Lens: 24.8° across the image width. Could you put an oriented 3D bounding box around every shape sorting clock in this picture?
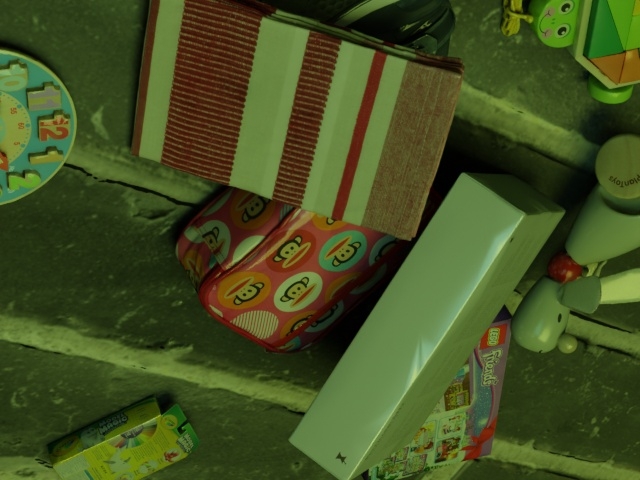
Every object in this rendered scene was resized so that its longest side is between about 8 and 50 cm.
[{"bbox_3d":[-0.354,-0.112,1.501,0.206,0.040,0.206,-14,135,-15],"label":"shape sorting clock"}]

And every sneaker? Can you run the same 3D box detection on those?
[{"bbox_3d":[0.037,-0.221,1.570,0.226,0.086,0.163,-20,147,8],"label":"sneaker"}]

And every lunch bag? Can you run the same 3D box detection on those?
[{"bbox_3d":[0.000,0.000,1.739,0.293,0.120,0.258,-41,140,10],"label":"lunch bag"}]

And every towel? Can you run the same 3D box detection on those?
[{"bbox_3d":[-0.031,-0.135,1.528,0.329,0.037,0.237,17,131,3],"label":"towel"}]

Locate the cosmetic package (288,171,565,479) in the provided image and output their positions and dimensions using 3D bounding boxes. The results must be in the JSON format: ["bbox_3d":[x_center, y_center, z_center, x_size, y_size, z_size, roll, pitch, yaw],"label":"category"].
[{"bbox_3d":[0.137,0.096,1.759,0.377,0.097,0.284,-58,168,11],"label":"cosmetic package"}]

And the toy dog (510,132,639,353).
[{"bbox_3d":[0.392,0.018,1.870,0.220,0.161,0.333,-25,144,-44],"label":"toy dog"}]

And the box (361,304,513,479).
[{"bbox_3d":[0.156,0.216,2.055,0.201,0.057,0.293,-12,134,-16],"label":"box"}]

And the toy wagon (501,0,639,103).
[{"bbox_3d":[0.379,-0.280,1.701,0.344,0.068,0.267,-13,134,-16],"label":"toy wagon"}]

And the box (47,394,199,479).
[{"bbox_3d":[-0.256,0.271,1.908,0.179,0.043,0.105,-23,136,-2],"label":"box"}]
